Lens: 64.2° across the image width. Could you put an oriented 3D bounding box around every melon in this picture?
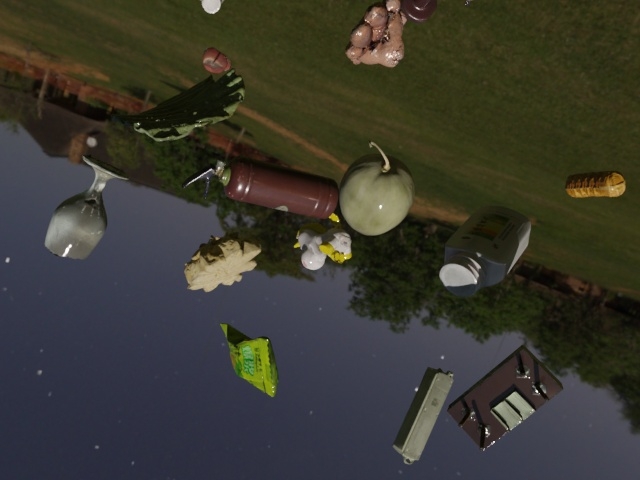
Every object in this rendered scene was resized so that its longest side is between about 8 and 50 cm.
[{"bbox_3d":[0.185,-0.154,1.703,0.271,0.272,0.308,20,165,-7],"label":"melon"}]

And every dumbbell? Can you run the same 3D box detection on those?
[{"bbox_3d":[0.377,-0.866,1.778,0.124,0.140,0.225,37,171,-9],"label":"dumbbell"}]

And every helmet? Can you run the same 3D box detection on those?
[{"bbox_3d":[-0.291,-0.489,1.416,0.084,0.049,0.065,32,141,-29],"label":"helmet"}]

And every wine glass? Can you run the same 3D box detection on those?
[{"bbox_3d":[-0.566,-0.077,1.236,0.126,0.241,0.126,28,-174,-3],"label":"wine glass"}]

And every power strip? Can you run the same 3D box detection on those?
[{"bbox_3d":[0.282,0.475,1.403,0.078,0.272,0.052,32,171,-31],"label":"power strip"}]

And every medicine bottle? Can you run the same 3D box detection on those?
[{"bbox_3d":[0.462,0.027,1.453,0.179,0.124,0.324,22,-134,33],"label":"medicine bottle"}]

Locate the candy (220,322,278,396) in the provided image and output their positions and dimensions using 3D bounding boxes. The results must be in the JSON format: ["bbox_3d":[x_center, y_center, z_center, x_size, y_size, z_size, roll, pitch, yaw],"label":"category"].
[{"bbox_3d":[-0.190,0.297,1.300,0.069,0.149,0.246,-14,-170,-29],"label":"candy"}]

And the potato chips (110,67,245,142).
[{"bbox_3d":[-0.435,-0.414,1.564,0.389,0.097,0.373,-36,-143,-28],"label":"potato chips"}]

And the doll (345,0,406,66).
[{"bbox_3d":[0.162,-0.544,1.378,0.156,0.201,0.303,45,-160,-6],"label":"doll"}]

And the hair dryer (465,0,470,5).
[{"bbox_3d":[0.518,-0.889,1.732,0.064,0.117,0.182,8,144,5],"label":"hair dryer"}]

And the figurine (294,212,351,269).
[{"bbox_3d":[-0.001,0.008,1.334,0.178,0.130,0.109,-18,163,41],"label":"figurine"}]

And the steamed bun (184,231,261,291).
[{"bbox_3d":[-0.353,0.058,1.800,0.137,0.292,0.295,63,-168,20],"label":"steamed bun"}]

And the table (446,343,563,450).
[{"bbox_3d":[0.414,0.370,1.159,0.121,0.240,0.111,46,-162,11],"label":"table"}]

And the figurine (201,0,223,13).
[{"bbox_3d":[-0.232,-0.550,1.003,0.142,0.189,0.263,-11,-159,4],"label":"figurine"}]

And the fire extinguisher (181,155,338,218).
[{"bbox_3d":[-0.136,-0.116,1.165,0.344,0.138,0.102,10,-138,-27],"label":"fire extinguisher"}]

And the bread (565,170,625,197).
[{"bbox_3d":[0.563,-0.115,1.053,0.044,0.052,0.157,-5,-175,-8],"label":"bread"}]
